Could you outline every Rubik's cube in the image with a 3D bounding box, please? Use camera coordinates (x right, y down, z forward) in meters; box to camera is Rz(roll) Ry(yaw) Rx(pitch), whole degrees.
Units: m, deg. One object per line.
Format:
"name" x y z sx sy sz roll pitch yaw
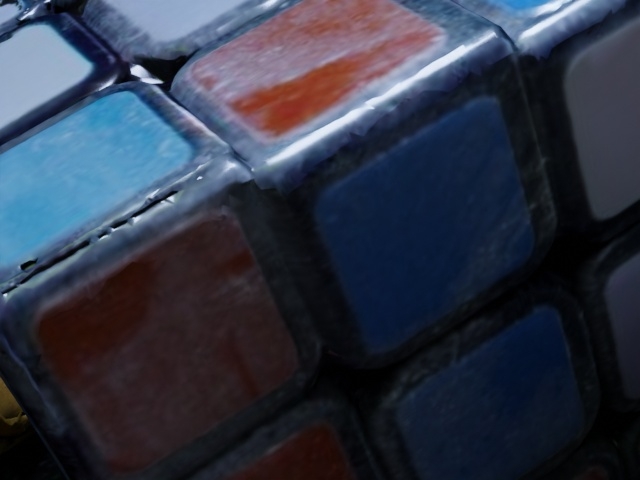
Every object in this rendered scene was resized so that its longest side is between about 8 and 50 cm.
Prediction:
"Rubik's cube" 0.000 0.000 0.703 0.359 0.362 0.363 -31 36 -15

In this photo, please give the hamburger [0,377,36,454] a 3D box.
"hamburger" -0.254 0.049 0.934 0.107 0.231 0.231 -32 20 43
